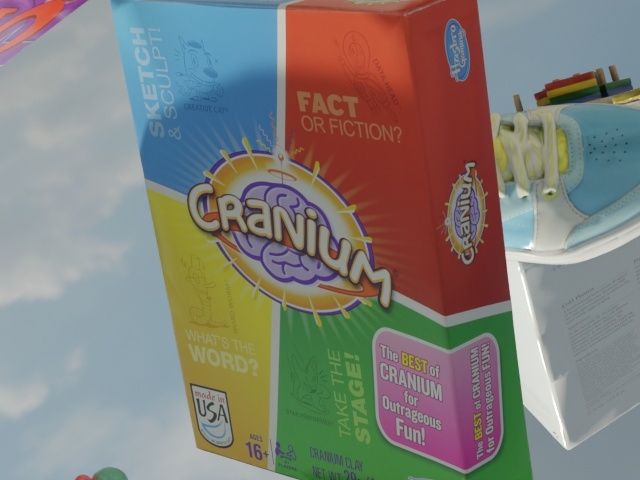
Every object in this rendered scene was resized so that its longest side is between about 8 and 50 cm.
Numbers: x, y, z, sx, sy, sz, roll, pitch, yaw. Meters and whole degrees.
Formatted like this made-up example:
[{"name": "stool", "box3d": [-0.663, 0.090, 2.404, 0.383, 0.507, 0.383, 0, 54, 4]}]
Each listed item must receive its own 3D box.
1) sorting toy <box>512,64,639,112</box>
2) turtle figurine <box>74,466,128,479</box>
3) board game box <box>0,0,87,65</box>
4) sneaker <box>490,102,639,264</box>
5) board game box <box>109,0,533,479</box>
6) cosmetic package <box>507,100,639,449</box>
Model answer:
[{"name": "sorting toy", "box3d": [0.262, -0.148, 1.805, 0.132, 0.046, 0.274, -16, 179, -42]}, {"name": "turtle figurine", "box3d": [-0.209, 0.298, 1.619, 0.175, 0.118, 0.234, -16, 135, -63]}, {"name": "board game box", "box3d": [-0.133, -0.132, 0.640, 0.208, 0.056, 0.347, -29, 179, 19]}, {"name": "sneaker", "box3d": [0.116, -0.060, 1.300, 0.319, 0.127, 0.208, -12, 159, 19]}, {"name": "board game box", "box3d": [0.000, 0.000, 1.043, 0.242, 0.317, 0.064, 9, -153, 42]}, {"name": "cosmetic package", "box3d": [0.339, -0.007, 1.631, 0.377, 0.284, 0.097, -31, -133, -11]}]
